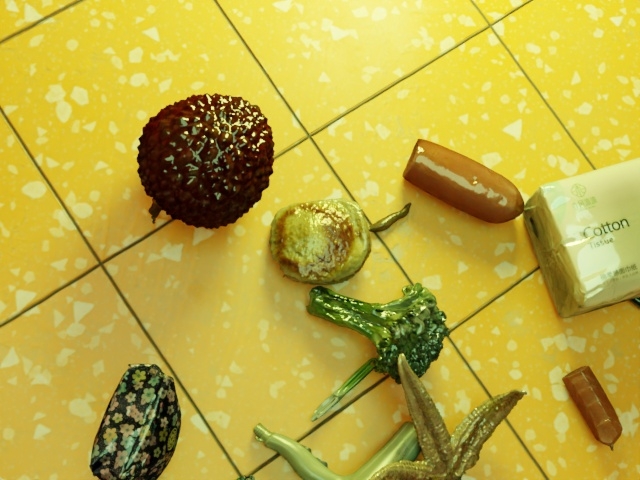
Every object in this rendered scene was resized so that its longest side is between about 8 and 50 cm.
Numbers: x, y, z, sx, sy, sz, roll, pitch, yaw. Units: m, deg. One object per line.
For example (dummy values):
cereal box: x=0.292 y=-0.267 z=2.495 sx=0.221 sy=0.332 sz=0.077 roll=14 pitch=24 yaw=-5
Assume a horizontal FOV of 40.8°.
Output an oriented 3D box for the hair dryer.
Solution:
hair dryer: x=0.063 y=0.415 z=1.644 sx=0.295 sy=0.119 sz=0.298 roll=-26 pitch=70 yaw=-20

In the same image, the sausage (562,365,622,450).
sausage: x=0.559 y=0.341 z=1.746 sx=0.065 sy=0.065 sz=0.169 roll=-26 pitch=84 yaw=-14

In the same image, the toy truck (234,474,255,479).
toy truck: x=-0.129 y=0.480 z=1.619 sx=0.044 sy=0.039 sz=0.083 roll=-38 pitch=84 yaw=2

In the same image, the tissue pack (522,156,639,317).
tissue pack: x=0.630 y=-0.018 z=1.758 sx=0.356 sy=0.194 sz=0.266 roll=-16 pitch=77 yaw=-7

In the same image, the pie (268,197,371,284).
pie: x=0.000 y=0.000 z=1.722 sx=0.205 sy=0.084 sz=0.179 roll=-6 pitch=79 yaw=-7

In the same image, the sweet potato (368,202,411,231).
sweet potato: x=0.147 y=-0.043 z=1.787 sx=0.115 sy=0.026 sz=0.026 roll=-29 pitch=83 yaw=-16

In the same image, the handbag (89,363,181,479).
handbag: x=-0.318 y=0.345 z=1.535 sx=0.126 sy=0.208 sz=0.229 roll=14 pitch=69 yaw=9

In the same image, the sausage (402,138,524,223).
sausage: x=0.300 y=-0.116 z=1.783 sx=0.259 sy=0.113 sz=0.114 roll=27 pitch=75 yaw=-1

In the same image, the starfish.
starfish: x=0.238 y=0.433 z=1.608 sx=0.383 sy=0.132 sz=0.398 roll=35 pitch=80 yaw=-33

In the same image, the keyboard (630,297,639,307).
keyboard: x=0.730 y=0.044 z=1.859 sx=0.093 sy=0.025 sz=0.230 roll=36 pitch=75 yaw=2

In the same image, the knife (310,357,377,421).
knife: x=0.046 y=0.294 z=1.696 sx=0.184 sy=0.026 sz=0.022 roll=-40 pitch=93 yaw=-18

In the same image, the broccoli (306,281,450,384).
broccoli: x=0.127 y=0.139 z=1.690 sx=0.275 sy=0.177 sz=0.198 roll=39 pitch=71 yaw=18

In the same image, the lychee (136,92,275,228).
lychee: x=-0.224 y=-0.148 z=1.634 sx=0.300 sy=0.264 sz=0.264 roll=-40 pitch=86 yaw=10
